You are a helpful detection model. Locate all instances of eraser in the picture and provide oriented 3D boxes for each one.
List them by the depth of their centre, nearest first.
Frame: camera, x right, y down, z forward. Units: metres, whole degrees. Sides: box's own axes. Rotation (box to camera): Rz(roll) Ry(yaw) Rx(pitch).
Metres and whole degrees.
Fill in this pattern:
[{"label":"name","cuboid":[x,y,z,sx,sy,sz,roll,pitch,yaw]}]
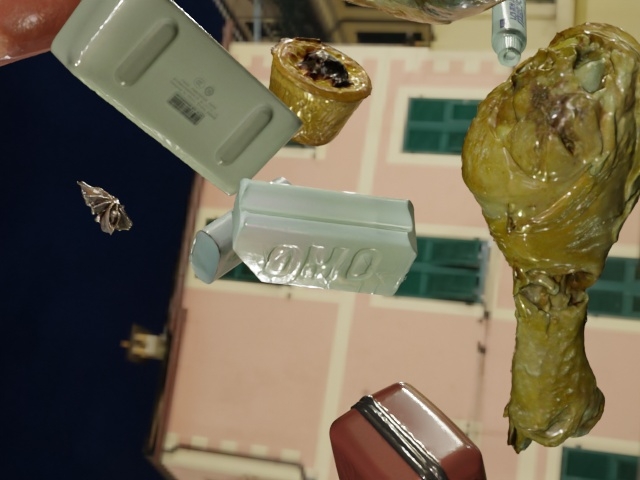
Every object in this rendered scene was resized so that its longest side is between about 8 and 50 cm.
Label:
[{"label":"eraser","cuboid":[-0.161,-0.021,2.066,0.227,0.081,0.174,-36,-15,-32]}]

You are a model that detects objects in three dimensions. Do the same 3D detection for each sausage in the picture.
[{"label":"sausage","cuboid":[-0.499,-0.375,1.656,0.254,0.148,0.148,-24,-58,-38]}]

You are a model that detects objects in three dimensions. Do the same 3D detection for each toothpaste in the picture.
[{"label":"toothpaste","cuboid":[0.275,-0.347,1.449,0.048,0.074,0.297,-47,21,38]}]

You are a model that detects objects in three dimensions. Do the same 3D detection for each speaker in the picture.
[{"label":"speaker","cuboid":[-0.234,-0.257,1.634,0.184,0.183,0.406,-50,-53,2]}]

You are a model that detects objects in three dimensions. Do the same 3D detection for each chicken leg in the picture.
[{"label":"chicken leg","cuboid":[0.231,0.011,0.946,0.152,0.201,0.429,-154,62,-64]}]

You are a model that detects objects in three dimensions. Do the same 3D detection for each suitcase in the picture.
[{"label":"suitcase","cuboid":[0.139,0.381,1.470,0.161,0.236,0.297,-28,-52,-18]}]

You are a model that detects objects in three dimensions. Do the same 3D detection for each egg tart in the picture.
[{"label":"egg tart","cuboid":[-0.017,-0.294,1.959,0.171,0.215,0.215,-63,-3,34]}]

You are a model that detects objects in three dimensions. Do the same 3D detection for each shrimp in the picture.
[{"label":"shrimp","cuboid":[0.104,-0.330,1.154,0.272,0.445,0.085,16,-90,-29]}]

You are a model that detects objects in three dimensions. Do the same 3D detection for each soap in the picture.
[{"label":"soap","cuboid":[0.000,0.000,1.585,0.173,0.289,0.095,114,159,-52]}]

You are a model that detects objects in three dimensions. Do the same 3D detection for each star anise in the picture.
[{"label":"star anise","cuboid":[-0.394,-0.050,1.818,0.124,0.056,0.129,39,-168,-41]}]
